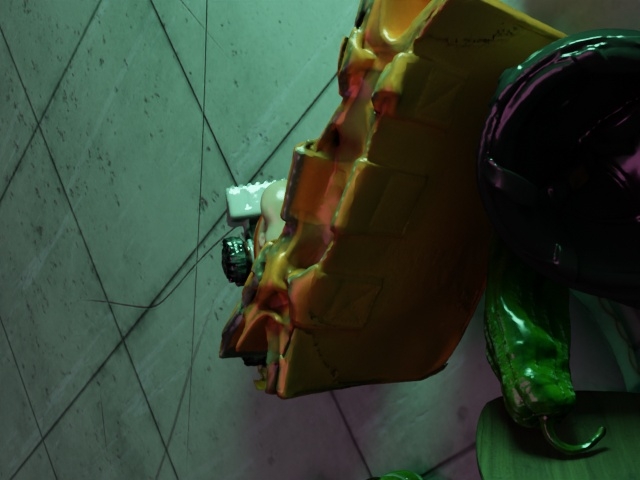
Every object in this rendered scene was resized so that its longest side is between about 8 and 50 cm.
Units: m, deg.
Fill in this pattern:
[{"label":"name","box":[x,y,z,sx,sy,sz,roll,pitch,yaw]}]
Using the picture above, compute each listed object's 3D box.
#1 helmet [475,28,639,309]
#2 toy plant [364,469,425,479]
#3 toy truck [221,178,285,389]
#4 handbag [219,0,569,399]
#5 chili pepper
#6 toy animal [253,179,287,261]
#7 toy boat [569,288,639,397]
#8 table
[{"label":"helmet","box":[0.275,-0.076,0.891,0.278,0.160,0.230,34,117,-9]},{"label":"toy plant","box":[0.089,0.347,1.264,0.162,0.092,0.093,-34,71,45]},{"label":"toy truck","box":[-0.064,0.063,1.363,0.111,0.136,0.286,148,114,-77]},{"label":"handbag","box":[0.084,-0.044,0.981,0.116,0.303,0.410,33,107,36]},{"label":"chili pepper","box":[0.199,0.074,0.926,0.074,0.100,0.257,-34,42,47]},{"label":"toy animal","box":[0.000,0.000,1.242,0.197,0.171,0.171,-12,88,37]},{"label":"toy boat","box":[0.257,0.099,1.040,0.134,0.078,0.208,-40,78,44]},{"label":"table","box":[0.305,0.307,0.879,0.317,0.317,0.249,16,117,48]}]
